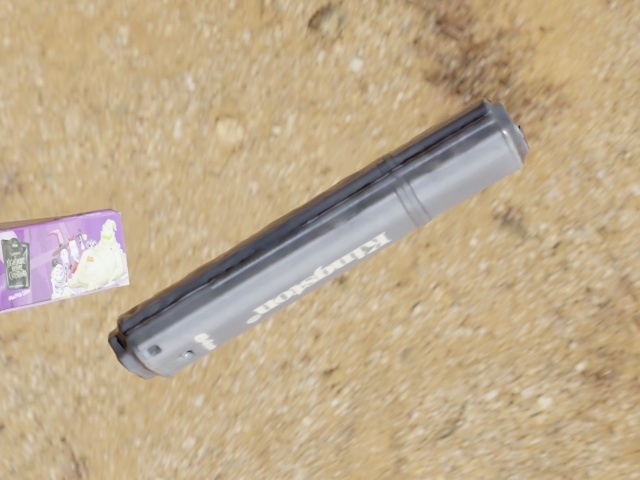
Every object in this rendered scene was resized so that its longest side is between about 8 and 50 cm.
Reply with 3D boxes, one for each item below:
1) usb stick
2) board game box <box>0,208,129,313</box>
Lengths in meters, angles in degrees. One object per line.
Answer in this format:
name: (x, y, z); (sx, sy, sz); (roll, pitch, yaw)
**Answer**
usb stick: (0.000, 0.000, 1.065); (0.278, 0.077, 0.045); (-31, 78, 4)
board game box: (-0.304, 0.027, 0.946); (0.347, 0.208, 0.056); (-5, 90, 26)
